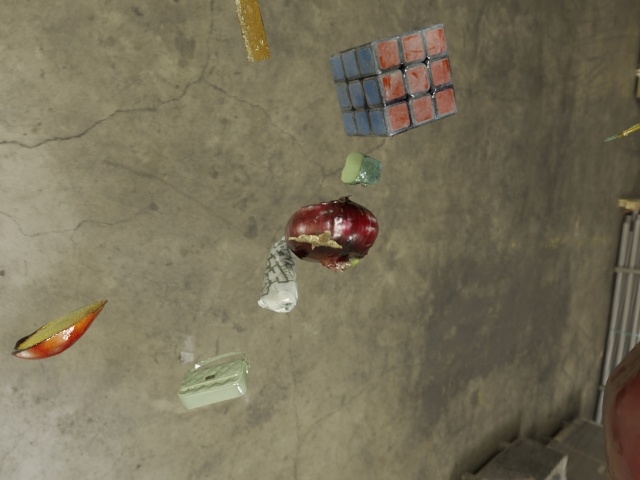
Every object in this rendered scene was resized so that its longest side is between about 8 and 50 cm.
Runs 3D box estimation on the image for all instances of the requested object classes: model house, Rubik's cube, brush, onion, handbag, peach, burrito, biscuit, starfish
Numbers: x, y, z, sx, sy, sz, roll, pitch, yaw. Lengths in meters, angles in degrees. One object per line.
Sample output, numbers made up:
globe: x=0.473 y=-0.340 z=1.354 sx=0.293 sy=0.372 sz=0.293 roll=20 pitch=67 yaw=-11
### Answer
model house: x=0.103 y=-0.166 z=1.158 sx=0.083 sy=0.066 sz=0.079 roll=14 pitch=91 yaw=-42
Rubik's cube: x=0.246 y=-0.542 z=1.650 sx=0.303 sy=0.301 sz=0.306 roll=-20 pitch=110 yaw=-21
brush: x=0.635 y=-0.228 z=0.893 sx=0.082 sy=0.218 sz=0.010 roll=-24 pitch=89 yaw=-7
onion: x=0.032 y=-0.010 z=1.538 sx=0.313 sy=0.313 sz=0.233 roll=13 pitch=72 yaw=-46
handbag: x=-0.377 y=0.481 z=1.701 sx=0.255 sy=0.219 sz=0.079 roll=-15 pitch=116 yaw=0
peach: x=-0.709 y=0.253 z=1.328 sx=0.279 sy=0.189 sz=0.068 roll=-25 pitch=111 yaw=-3
burrito: x=-0.148 y=0.110 z=1.746 sx=0.101 sy=0.138 sz=0.446 roll=52 pitch=17 yaw=-27
biscuit: x=-0.205 y=-0.646 z=1.396 sx=0.131 sy=0.025 sz=0.231 roll=-51 pitch=134 yaw=-59
starfish: x=0.000 y=0.000 z=0.720 sx=0.086 sy=0.092 sz=0.016 roll=6 pitch=73 yaw=-20

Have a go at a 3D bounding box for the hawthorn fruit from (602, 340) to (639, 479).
hawthorn fruit: x=0.412 y=0.200 z=0.461 sx=0.265 sy=0.265 sz=0.308 roll=-11 pitch=83 yaw=-44

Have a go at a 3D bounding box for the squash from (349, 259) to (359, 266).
squash: x=0.099 y=0.091 z=2.027 sx=0.090 sy=0.200 sz=0.075 roll=-7 pitch=77 yaw=-17
